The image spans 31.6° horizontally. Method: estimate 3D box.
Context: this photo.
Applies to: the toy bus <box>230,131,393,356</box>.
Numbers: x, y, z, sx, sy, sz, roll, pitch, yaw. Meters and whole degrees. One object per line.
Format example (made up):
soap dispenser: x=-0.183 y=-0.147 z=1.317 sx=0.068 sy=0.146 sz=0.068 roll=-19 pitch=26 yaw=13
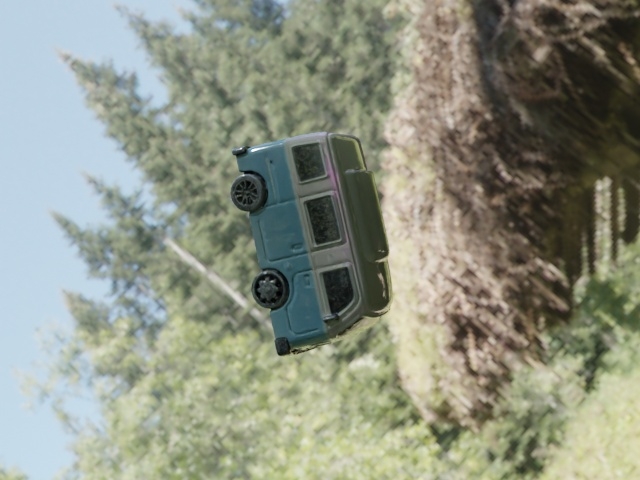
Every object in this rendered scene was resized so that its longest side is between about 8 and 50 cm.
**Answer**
toy bus: x=0.000 y=0.000 z=0.652 sx=0.075 sy=0.123 sz=0.060 roll=-14 pitch=-3 yaw=23
